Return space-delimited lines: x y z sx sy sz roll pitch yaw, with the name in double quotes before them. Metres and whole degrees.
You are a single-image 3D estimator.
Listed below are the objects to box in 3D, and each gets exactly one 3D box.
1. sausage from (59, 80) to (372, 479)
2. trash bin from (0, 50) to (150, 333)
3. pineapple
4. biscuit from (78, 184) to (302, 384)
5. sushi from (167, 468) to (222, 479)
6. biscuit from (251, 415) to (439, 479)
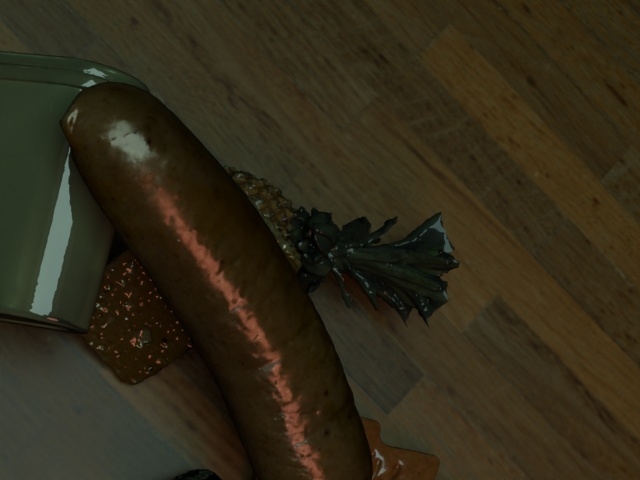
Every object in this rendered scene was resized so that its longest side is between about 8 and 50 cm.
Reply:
"sausage" -0.081 0.060 1.416 0.136 0.123 0.501 -39 116 -27
"trash bin" -0.296 -0.047 1.448 0.243 0.121 0.247 6 79 23
"pineapple" 0.000 0.000 1.555 0.277 0.119 0.130 17 93 -10
"biscuit" -0.141 0.043 1.492 0.231 0.025 0.131 -34 112 15
"sushi" -0.139 0.259 1.493 0.083 0.084 0.056 -27 90 -19
"biscuit" 0.033 0.297 1.559 0.284 0.043 0.306 -34 91 -19
